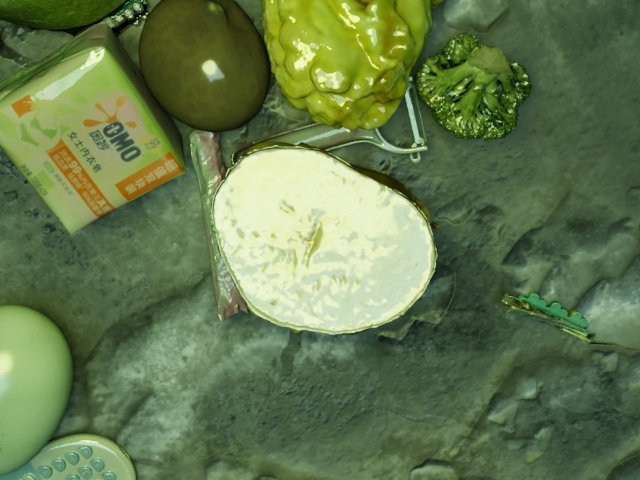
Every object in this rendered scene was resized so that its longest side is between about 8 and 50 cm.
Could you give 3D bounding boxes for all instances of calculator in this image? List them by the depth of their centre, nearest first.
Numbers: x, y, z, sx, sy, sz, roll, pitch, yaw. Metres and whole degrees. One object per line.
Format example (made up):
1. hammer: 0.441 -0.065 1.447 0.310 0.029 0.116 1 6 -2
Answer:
1. calculator: -0.434 0.423 1.128 0.302 0.042 0.188 -34 106 3

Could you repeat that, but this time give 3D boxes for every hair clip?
1. hair clip: 0.364 0.116 1.130 0.172 0.049 0.049 21 102 -16

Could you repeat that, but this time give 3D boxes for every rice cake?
1. rice cake: -0.145 -0.023 1.022 0.051 0.081 0.290 -5 105 9

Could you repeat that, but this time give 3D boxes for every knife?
1. knife: 0.010 -0.140 1.018 0.277 0.053 0.123 -15 100 0

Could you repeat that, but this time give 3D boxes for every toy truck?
1. toy truck: -0.269 -0.305 0.956 0.083 0.039 0.044 -36 89 2

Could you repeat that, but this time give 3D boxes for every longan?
1. longan: -0.148 -0.229 0.922 0.189 0.189 0.189 -1 105 -6

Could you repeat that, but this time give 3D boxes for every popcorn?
1. popcorn: 0.032 -0.289 0.911 0.225 0.174 0.286 24 83 -9

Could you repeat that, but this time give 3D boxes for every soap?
1. soap: -0.300 -0.145 0.925 0.182 0.138 0.199 -29 119 2

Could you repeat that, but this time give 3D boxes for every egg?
1. egg: -0.447 0.214 0.999 0.182 0.183 0.264 14 111 -9

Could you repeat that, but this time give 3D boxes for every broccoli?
1. broccoli: 0.209 -0.212 0.985 0.162 0.138 0.146 20 69 2

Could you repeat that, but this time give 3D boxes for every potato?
1. potato: 0.000 0.000 0.989 0.299 0.196 0.247 26 91 -1

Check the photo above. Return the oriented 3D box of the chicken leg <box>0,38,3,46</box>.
1. chicken leg: -0.558 -0.108 0.927 0.201 0.153 0.429 32 92 -5

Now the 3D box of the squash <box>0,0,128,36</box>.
1. squash: -0.355 -0.400 0.767 0.310 0.309 0.311 0 98 -1
